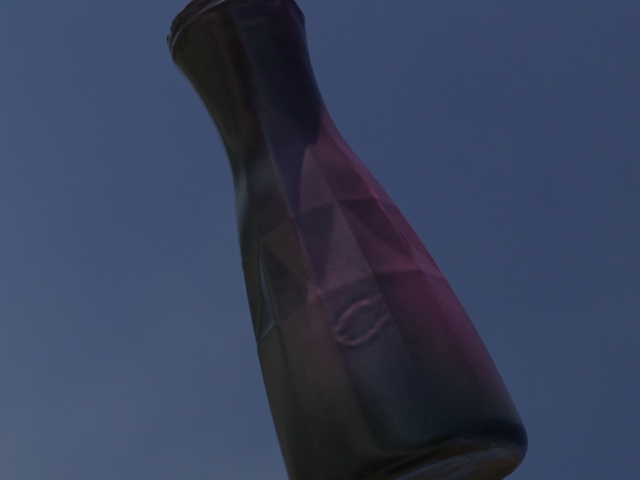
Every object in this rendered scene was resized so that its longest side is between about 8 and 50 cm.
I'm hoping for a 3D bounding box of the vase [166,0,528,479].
[{"bbox_3d":[0.000,0.000,0.596,0.086,0.086,0.214,99,-28,-62],"label":"vase"}]
